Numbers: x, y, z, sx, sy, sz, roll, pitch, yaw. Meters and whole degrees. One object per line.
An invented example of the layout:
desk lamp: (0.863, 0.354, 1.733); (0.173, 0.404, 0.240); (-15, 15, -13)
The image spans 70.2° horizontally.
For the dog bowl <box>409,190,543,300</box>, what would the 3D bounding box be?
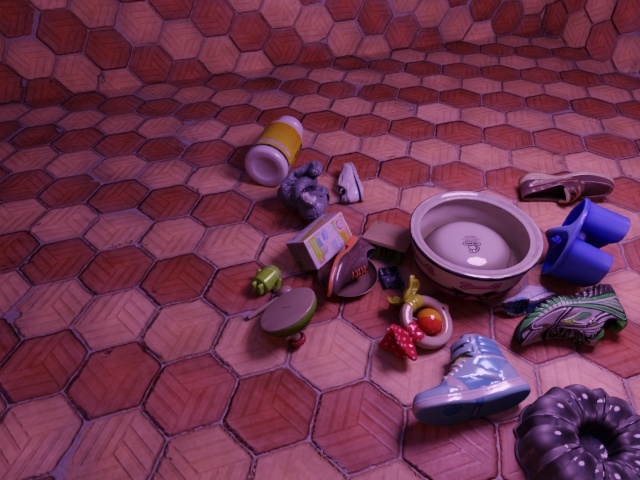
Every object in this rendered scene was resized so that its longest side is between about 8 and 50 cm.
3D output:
dog bowl: (0.483, 0.019, 1.472); (0.407, 0.151, 0.408); (0, 44, 0)

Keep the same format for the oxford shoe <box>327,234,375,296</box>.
oxford shoe: (0.099, 0.085, 1.457); (0.098, 0.097, 0.271); (21, 47, 14)

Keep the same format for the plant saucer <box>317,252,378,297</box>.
plant saucer: (0.090, 0.121, 1.511); (0.198, 0.036, 0.199); (0, 42, 0)

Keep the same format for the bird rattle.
bird rattle: (0.290, 0.234, 1.324); (0.206, 0.143, 0.254); (15, 45, -7)

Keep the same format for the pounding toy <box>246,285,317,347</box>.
pounding toy: (-0.087, 0.236, 1.363); (0.183, 0.110, 0.236); (-41, 25, -22)

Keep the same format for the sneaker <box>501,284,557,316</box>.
sneaker: (0.634, 0.179, 1.420); (0.190, 0.072, 0.083); (-8, 36, -19)

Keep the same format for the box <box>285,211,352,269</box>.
box: (0.000, 0.000, 1.564); (0.103, 0.114, 0.203); (-5, 28, 50)

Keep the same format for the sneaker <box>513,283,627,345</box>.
sneaker: (0.718, 0.235, 1.301); (0.343, 0.134, 0.146); (-16, 58, -5)

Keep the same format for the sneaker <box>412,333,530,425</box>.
sneaker: (0.356, 0.351, 1.191); (0.318, 0.127, 0.208); (-4, 43, -17)

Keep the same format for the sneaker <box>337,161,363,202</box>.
sneaker: (0.109, -0.242, 1.878); (0.094, 0.090, 0.235); (-15, 42, -1)

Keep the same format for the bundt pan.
bundt pan: (0.630, 0.474, 1.047); (0.330, 0.124, 0.331); (0, 42, 0)

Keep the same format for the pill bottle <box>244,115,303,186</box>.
pill bottle: (-0.186, -0.400, 1.976); (0.187, 0.188, 0.334); (9, 44, 12)

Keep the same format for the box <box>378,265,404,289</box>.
box: (0.235, 0.124, 1.517); (0.067, 0.018, 0.083); (-7, 43, -7)

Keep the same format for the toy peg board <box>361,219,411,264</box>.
toy peg board: (0.241, 0.011, 1.614); (0.161, 0.079, 0.160); (17, 30, 18)

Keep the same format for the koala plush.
koala plush: (-0.045, -0.150, 1.714); (0.203, 0.196, 0.221); (-22, 46, -5)

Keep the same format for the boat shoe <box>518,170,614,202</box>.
boat shoe: (0.958, -0.191, 1.779); (0.341, 0.123, 0.123); (5, 51, 12)

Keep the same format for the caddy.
caddy: (0.791, 0.008, 1.415); (0.179, 0.341, 0.242); (27, 88, 19)

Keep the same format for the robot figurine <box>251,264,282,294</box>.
robot figurine: (-0.174, 0.126, 1.489); (0.101, 0.067, 0.115); (19, 46, 28)
